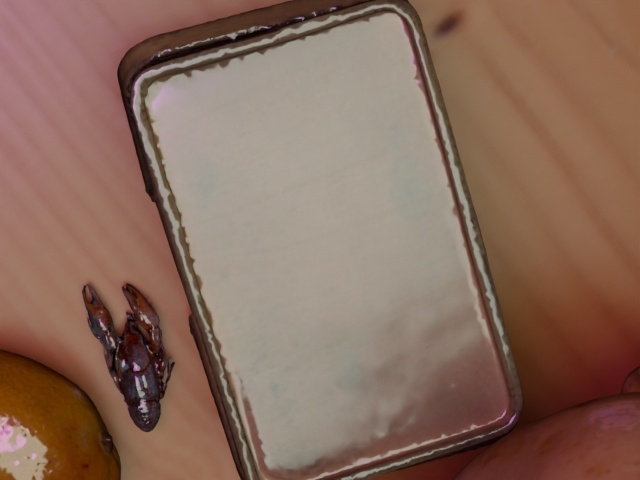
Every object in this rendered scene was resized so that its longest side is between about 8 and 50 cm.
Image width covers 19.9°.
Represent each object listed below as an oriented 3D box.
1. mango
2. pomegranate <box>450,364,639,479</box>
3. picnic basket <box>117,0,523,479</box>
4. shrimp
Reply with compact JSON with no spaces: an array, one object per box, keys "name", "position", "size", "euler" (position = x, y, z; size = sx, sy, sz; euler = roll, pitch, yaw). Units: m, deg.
[{"name":"mango","position":[-0.190,0.111,1.017],"size":[0.165,0.089,0.115],"euler":[35,101,-7]},{"name":"pomegranate","position":[0.212,0.236,0.938],"size":[0.411,0.411,0.411],"euler":[-1,97,-8]},{"name":"picnic basket","position":[0.000,0.000,1.000],"size":[0.165,0.139,0.267],"euler":[-18,99,-5]},{"name":"shrimp","position":[-0.106,0.063,1.049],"size":[0.038,0.029,0.092],"euler":[-24,95,-4]}]
